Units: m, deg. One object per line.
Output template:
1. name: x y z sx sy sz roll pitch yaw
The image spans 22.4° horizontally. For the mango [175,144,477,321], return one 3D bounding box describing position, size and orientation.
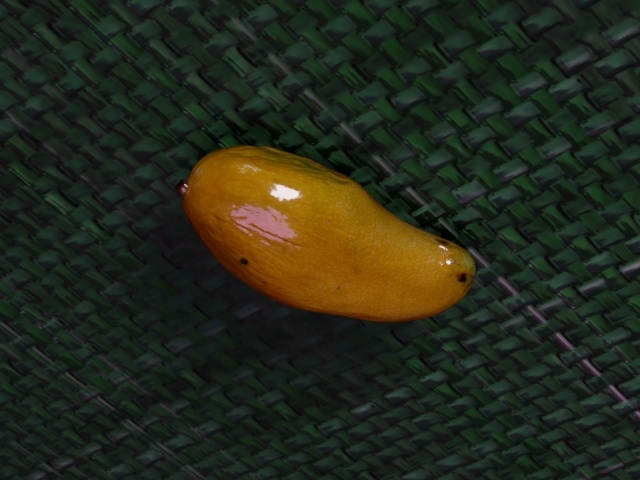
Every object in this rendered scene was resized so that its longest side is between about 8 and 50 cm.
1. mango: 0.000 0.000 0.975 0.190 0.075 0.098 22 140 -21
